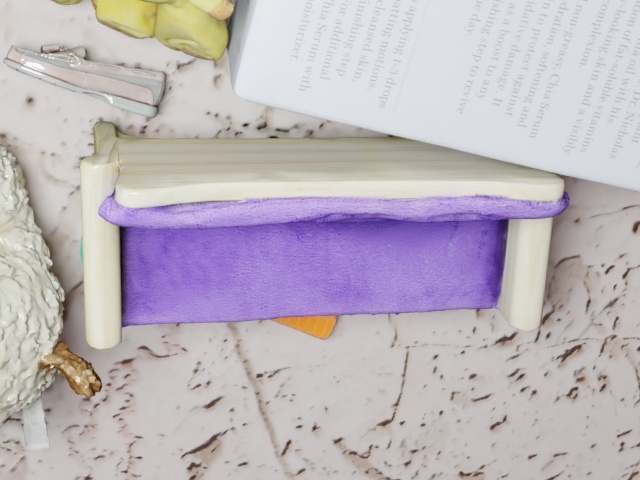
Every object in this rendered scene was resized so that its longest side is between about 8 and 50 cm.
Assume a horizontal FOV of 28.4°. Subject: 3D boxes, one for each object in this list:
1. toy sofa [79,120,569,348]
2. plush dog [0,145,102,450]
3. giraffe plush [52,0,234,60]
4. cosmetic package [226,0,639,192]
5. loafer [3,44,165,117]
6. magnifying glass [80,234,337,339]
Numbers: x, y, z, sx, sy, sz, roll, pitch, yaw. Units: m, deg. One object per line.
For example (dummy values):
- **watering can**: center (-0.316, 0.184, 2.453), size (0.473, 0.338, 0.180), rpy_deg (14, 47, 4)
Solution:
- **toy sofa**: center (0.000, 0.000, 0.976), size (0.362, 0.177, 0.150), rpy_deg (-2, 112, -11)
- **plush dog**: center (-0.305, 0.071, 0.933), size (0.225, 0.210, 0.262), rpy_deg (-5, 125, -49)
- **giraffe plush**: center (-0.113, -0.246, 0.883), size (0.181, 0.210, 0.170), rpy_deg (23, 82, -13)
- **cosmetic package**: center (0.176, -0.182, 0.933), size (0.453, 0.161, 0.230), rpy_deg (13, 112, -12)
- **loafer**: center (-0.182, -0.133, 0.986), size (0.125, 0.045, 0.039), rpy_deg (19, 95, -22)
- **magnifying glass**: center (-0.094, 0.032, 1.082), size (0.231, 0.026, 0.092), rpy_deg (23, 110, -14)
